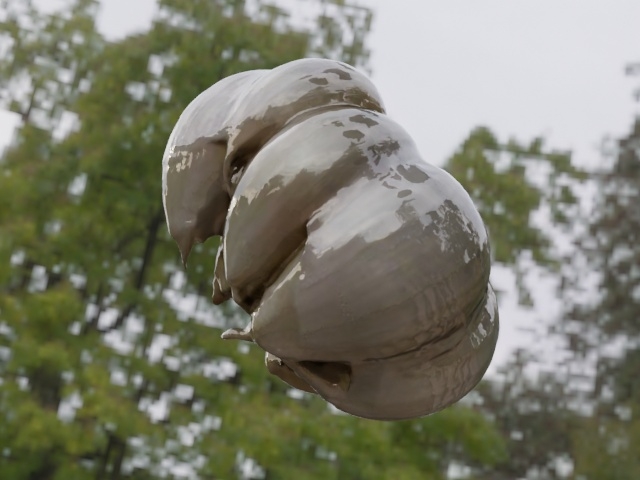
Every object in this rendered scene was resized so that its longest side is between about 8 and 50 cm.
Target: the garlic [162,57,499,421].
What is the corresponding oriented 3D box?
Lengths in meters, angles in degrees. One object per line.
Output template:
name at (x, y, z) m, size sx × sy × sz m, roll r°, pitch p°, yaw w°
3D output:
garlic at (0.009, 0.001, 1.129) m, size 0.281 × 0.203 × 0.185 m, roll 59°, pitch -26°, yaw -2°
